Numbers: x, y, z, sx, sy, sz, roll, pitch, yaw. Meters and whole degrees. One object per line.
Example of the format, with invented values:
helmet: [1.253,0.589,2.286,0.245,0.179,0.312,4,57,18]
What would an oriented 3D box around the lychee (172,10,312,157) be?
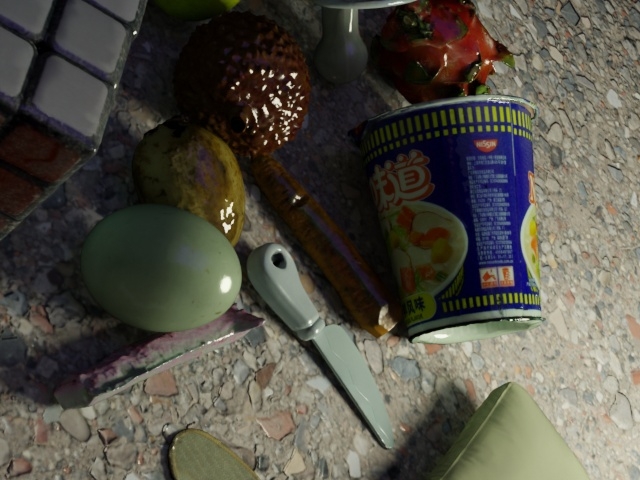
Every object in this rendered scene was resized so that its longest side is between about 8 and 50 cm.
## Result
lychee: [-0.103,-0.203,1.708,0.200,0.200,0.238,37,30,-21]

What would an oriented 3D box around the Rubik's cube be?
Rubik's cube: [-0.407,-0.221,1.334,0.343,0.344,0.337,30,52,-28]

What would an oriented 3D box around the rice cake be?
rice cake: [-0.185,0.132,1.534,0.290,0.081,0.051,-22,96,-45]

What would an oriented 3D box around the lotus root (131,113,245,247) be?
lotus root: [-0.158,-0.053,1.632,0.138,0.138,0.214,-27,98,-46]

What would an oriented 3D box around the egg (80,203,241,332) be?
egg: [-0.188,0.033,1.521,0.192,0.149,0.149,12,54,1]

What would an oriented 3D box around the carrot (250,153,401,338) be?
carrot: [0.000,0.000,1.788,0.314,0.066,0.066,51,44,-3]

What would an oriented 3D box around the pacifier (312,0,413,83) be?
pacifier: [0.022,-0.335,1.898,0.238,0.287,0.226,-29,125,-40]

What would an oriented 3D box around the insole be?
insole: [-0.071,0.373,1.556,0.119,0.009,0.348,-35,93,-47]

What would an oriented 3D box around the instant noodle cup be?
instant noodle cup: [0.196,-0.019,1.843,0.284,0.284,0.313,2,75,-41]

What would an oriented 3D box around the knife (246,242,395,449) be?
knife: [0.012,0.139,1.741,0.331,0.044,0.080,54,37,-14]

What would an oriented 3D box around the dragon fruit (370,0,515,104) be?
dragon fruit: [0.198,-0.267,2.024,0.269,0.198,0.200,67,23,-2]

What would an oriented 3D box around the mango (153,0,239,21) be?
mango: [-0.164,-0.421,1.800,0.185,0.149,0.273,16,64,-38]

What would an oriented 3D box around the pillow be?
pillow: [0.259,0.372,1.769,0.255,0.119,0.322,54,45,-5]
